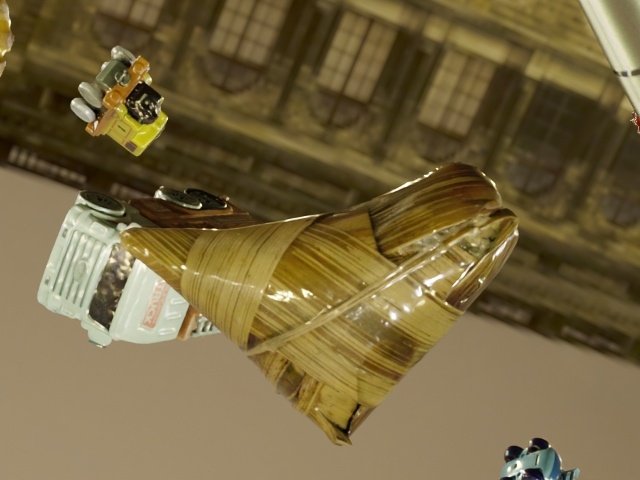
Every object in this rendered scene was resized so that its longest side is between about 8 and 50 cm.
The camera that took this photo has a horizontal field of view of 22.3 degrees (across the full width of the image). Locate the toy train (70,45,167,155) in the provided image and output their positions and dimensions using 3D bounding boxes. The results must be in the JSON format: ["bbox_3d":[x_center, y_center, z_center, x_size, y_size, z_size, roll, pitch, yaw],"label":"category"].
[{"bbox_3d":[-0.272,-0.190,2.269,0.127,0.089,0.219,39,162,-7],"label":"toy train"}]

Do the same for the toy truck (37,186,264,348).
[{"bbox_3d":[-0.157,0.035,1.770,0.162,0.136,0.305,28,-165,25],"label":"toy truck"}]

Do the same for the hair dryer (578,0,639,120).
[{"bbox_3d":[0.272,-0.111,1.003,0.155,0.320,0.284,-12,-162,46],"label":"hair dryer"}]

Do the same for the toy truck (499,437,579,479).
[{"bbox_3d":[0.234,0.284,1.905,0.074,0.136,0.063,39,-130,-24],"label":"toy truck"}]

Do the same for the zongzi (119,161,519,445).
[{"bbox_3d":[0.000,0.000,1.484,0.288,0.286,0.134,40,-171,-8],"label":"zongzi"}]

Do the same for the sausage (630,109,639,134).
[{"bbox_3d":[0.287,-0.090,1.201,0.048,0.050,0.145,-11,172,41],"label":"sausage"}]

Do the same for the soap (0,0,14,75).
[{"bbox_3d":[-0.428,-0.237,1.769,0.073,0.140,0.232,-12,175,24],"label":"soap"}]
